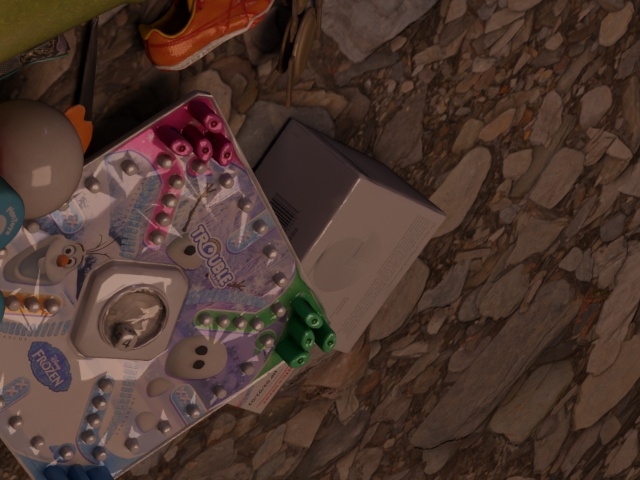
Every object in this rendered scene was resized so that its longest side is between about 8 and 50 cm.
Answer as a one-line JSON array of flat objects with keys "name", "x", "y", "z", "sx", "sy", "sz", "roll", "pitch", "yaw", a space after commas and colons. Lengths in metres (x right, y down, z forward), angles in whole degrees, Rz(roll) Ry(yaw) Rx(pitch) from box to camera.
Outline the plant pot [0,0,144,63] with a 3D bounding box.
[{"name": "plant pot", "x": -0.279, "y": -0.251, "z": 1.384, "sx": 0.254, "sy": 0.276, "sz": 0.276, "roll": -35, "pitch": 148, "yaw": -2}]

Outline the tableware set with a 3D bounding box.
[{"name": "tableware set", "x": -0.030, "y": -0.254, "z": 1.850, "sx": 0.194, "sy": 0.039, "sz": 0.128, "roll": 95, "pitch": 13, "yaw": -52}]

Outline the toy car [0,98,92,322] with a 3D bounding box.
[{"name": "toy car", "x": -0.304, "y": -0.050, "z": 1.576, "sx": 0.238, "sy": 0.219, "sz": 0.210, "roll": -18, "pitch": 137, "yaw": -42}]

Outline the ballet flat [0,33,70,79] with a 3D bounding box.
[{"name": "ballet flat", "x": -0.295, "y": -0.181, "z": 1.629, "sx": 0.114, "sy": 0.041, "sz": 0.041, "roll": -26, "pitch": 142, "yaw": -33}]

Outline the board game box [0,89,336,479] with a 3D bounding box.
[{"name": "board game box", "x": -0.204, "y": 0.086, "z": 1.858, "sx": 0.390, "sy": 0.050, "sz": 0.390, "roll": -34, "pitch": 130, "yaw": -8}]

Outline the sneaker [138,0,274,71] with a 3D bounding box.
[{"name": "sneaker", "x": -0.111, "y": -0.243, "z": 1.765, "sx": 0.175, "sy": 0.064, "sz": 0.067, "roll": -39, "pitch": 130, "yaw": -25}]

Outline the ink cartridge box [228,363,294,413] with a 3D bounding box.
[{"name": "ink cartridge box", "x": -0.093, "y": 0.162, "z": 2.219, "sx": 0.104, "sy": 0.061, "sz": 0.181, "roll": -53, "pitch": 149, "yaw": 6}]

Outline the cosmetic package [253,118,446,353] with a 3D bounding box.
[{"name": "cosmetic package", "x": 0.000, "y": 0.000, "z": 2.087, "sx": 0.224, "sy": 0.138, "sz": 0.224, "roll": -54, "pitch": 147, "yaw": 9}]

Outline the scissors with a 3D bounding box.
[{"name": "scissors", "x": -0.247, "y": -0.107, "z": 1.783, "sx": 0.109, "sy": 0.021, "sz": 0.297, "roll": -5, "pitch": 127, "yaw": -46}]
